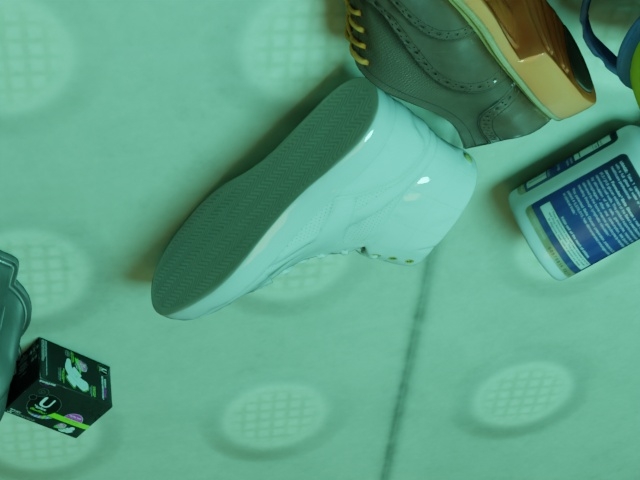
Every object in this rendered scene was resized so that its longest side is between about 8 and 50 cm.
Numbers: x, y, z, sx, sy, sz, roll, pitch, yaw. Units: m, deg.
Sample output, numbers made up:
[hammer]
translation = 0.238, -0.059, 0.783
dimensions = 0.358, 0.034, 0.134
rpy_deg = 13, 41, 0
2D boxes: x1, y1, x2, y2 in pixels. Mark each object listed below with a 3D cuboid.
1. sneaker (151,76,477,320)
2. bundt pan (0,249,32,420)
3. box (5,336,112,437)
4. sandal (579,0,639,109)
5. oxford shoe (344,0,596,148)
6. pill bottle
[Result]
[sneaker]
translation = 0.000, 0.000, 1.072
dimensions = 0.292, 0.108, 0.169
rpy_deg = -37, 135, 29
[bundt pan]
translation = -0.413, 0.105, 1.064
dimensions = 0.330, 0.124, 0.331
rpy_deg = -7, 135, -7
[box]
translation = -0.250, 0.142, 1.192
dimensions = 0.083, 0.052, 0.062
rpy_deg = 29, 123, -34
[sandal]
translation = 0.315, -0.158, 0.979
dimensions = 0.317, 0.138, 0.126
rpy_deg = 4, 125, -46
[oxford shoe]
translation = 0.059, -0.173, 0.900
dimensions = 0.132, 0.130, 0.363
rpy_deg = -29, 133, 26
[pill bottle]
translation = 0.261, -0.042, 1.101
dimensions = 0.169, 0.094, 0.094
rpy_deg = -30, 134, 17
